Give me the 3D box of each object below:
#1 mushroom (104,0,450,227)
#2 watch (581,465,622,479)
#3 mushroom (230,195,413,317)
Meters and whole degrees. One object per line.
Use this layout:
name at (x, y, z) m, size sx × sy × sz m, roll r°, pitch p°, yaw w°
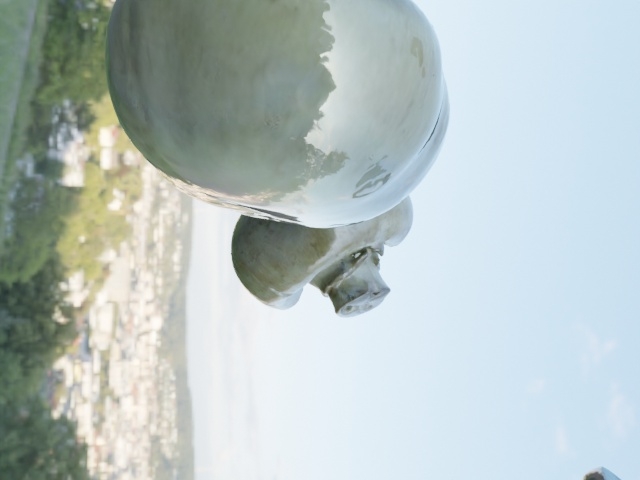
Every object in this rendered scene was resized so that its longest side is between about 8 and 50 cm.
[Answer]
mushroom at (-0.020, -0.132, 0.552) m, size 0.260 × 0.253 × 0.235 m, roll 9°, pitch -100°, yaw 49°
watch at (0.451, 0.537, 1.323) m, size 0.241 × 0.161 × 0.253 m, roll -50°, pitch -175°, yaw 15°
mushroom at (0.000, 0.000, 1.028) m, size 0.195 × 0.253 × 0.189 m, roll 62°, pitch 11°, yaw 17°
